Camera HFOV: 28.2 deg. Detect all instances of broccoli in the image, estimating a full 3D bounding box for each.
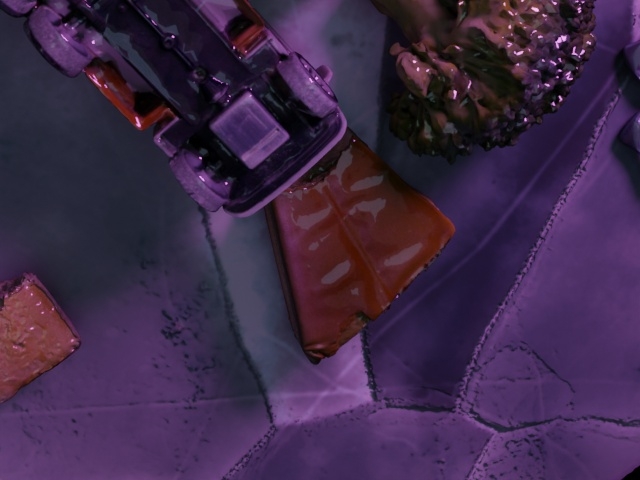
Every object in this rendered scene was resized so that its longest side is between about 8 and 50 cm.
[{"bbox_3d":[0.159,-0.232,1.273,0.245,0.288,0.248,32,136,-2],"label":"broccoli"}]

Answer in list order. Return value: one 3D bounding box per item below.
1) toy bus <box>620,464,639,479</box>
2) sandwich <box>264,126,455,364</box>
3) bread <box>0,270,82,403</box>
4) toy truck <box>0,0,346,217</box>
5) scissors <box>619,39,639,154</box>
[{"bbox_3d":[0.298,0.406,1.525,0.409,0.093,0.092,-40,115,2],"label":"toy bus"},{"bbox_3d":[0.000,0.000,1.350,0.186,0.108,0.220,40,98,-18],"label":"sandwich"},{"bbox_3d":[-0.328,0.100,1.332,0.125,0.082,0.106,-37,119,-10],"label":"bread"},{"bbox_3d":[-0.154,-0.217,1.210,0.173,0.207,0.387,-39,113,10],"label":"toy truck"},{"bbox_3d":[0.506,-0.149,1.369,0.360,0.029,0.191,5,105,16],"label":"scissors"}]
